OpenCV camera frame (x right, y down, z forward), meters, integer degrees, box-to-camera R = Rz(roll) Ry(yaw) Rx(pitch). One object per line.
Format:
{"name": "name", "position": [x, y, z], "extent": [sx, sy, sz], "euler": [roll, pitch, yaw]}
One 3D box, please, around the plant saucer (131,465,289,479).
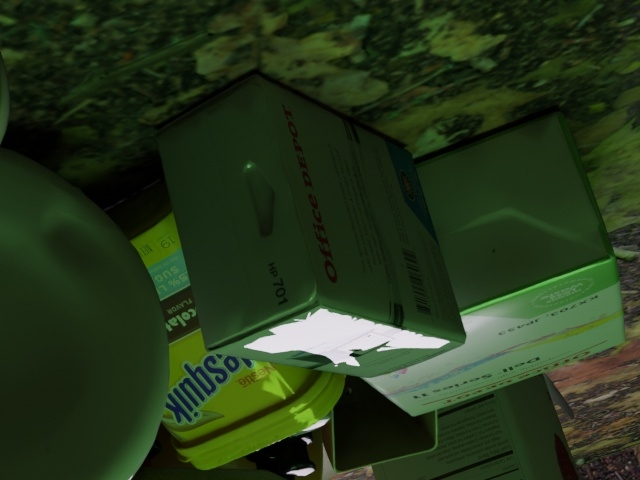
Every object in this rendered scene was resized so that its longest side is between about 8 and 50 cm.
{"name": "plant saucer", "position": [-0.123, 0.219, 0.948], "extent": [0.188, 0.045, 0.188], "euler": [12, 143, -45]}

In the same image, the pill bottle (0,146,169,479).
{"name": "pill bottle", "position": [-0.263, 0.125, 0.735], "extent": [0.224, 0.224, 0.392], "euler": [-3, 156, -34]}

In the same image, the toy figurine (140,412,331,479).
{"name": "toy figurine", "position": [-0.102, 0.112, 0.971], "extent": [0.213, 0.148, 0.209], "euler": [-10, 154, -12]}

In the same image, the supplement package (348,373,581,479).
{"name": "supplement package", "position": [0.175, 0.260, 1.356], "extent": [0.175, 0.293, 0.177], "euler": [-25, 160, 21]}

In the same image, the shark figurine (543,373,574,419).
{"name": "shark figurine", "position": [0.214, 0.254, 1.647], "extent": [0.278, 0.116, 0.166], "euler": [-22, 161, 20]}

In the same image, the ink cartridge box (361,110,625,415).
{"name": "ink cartridge box", "position": [0.130, 0.043, 0.994], "extent": [0.207, 0.119, 0.353], "euler": [-21, 160, 9]}

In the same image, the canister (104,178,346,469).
{"name": "canister", "position": [-0.081, 0.053, 0.786], "extent": [0.126, 0.073, 0.170], "euler": [-27, 115, 24]}

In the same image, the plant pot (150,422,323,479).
{"name": "plant pot", "position": [-0.129, 0.208, 1.146], "extent": [0.187, 0.205, 0.205], "euler": [13, 147, -28]}

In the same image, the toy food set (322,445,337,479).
{"name": "toy food set", "position": [-0.055, 0.239, 1.448], "extent": [0.219, 0.092, 0.306], "euler": [-35, 157, 14]}

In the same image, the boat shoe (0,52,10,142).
{"name": "boat shoe", "position": [-0.291, -0.027, 0.489], "extent": [0.340, 0.127, 0.158], "euler": [-5, 165, -10]}

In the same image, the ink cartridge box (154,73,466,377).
{"name": "ink cartridge box", "position": [0.000, 0.000, 0.743], "extent": [0.082, 0.140, 0.190], "euler": [-25, 158, 26]}

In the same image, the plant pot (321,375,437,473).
{"name": "plant pot", "position": [0.044, 0.145, 1.203], "extent": [0.109, 0.109, 0.096], "euler": [-10, -158, -18]}
